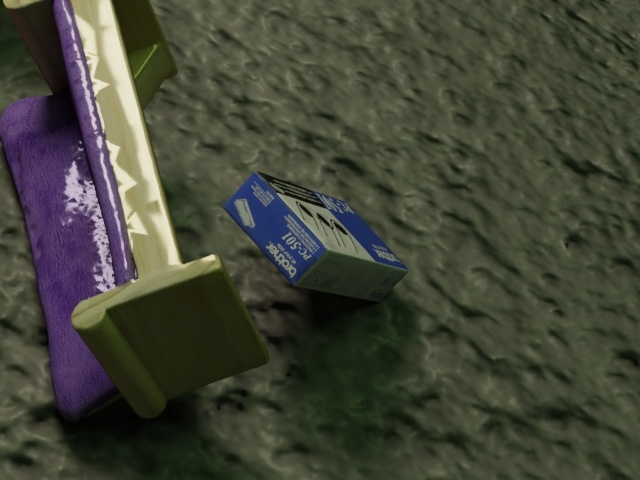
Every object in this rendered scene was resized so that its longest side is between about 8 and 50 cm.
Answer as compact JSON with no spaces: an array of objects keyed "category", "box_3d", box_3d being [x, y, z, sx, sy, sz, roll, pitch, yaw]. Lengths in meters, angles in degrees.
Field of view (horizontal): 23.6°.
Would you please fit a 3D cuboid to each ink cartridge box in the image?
[{"category":"ink cartridge box","box_3d":[0.000,0.000,1.348,0.097,0.046,0.207,48,12,20]}]

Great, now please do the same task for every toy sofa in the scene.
[{"category":"toy sofa","box_3d":[-0.181,-0.043,1.249,0.177,0.150,0.362,-19,55,1]}]
